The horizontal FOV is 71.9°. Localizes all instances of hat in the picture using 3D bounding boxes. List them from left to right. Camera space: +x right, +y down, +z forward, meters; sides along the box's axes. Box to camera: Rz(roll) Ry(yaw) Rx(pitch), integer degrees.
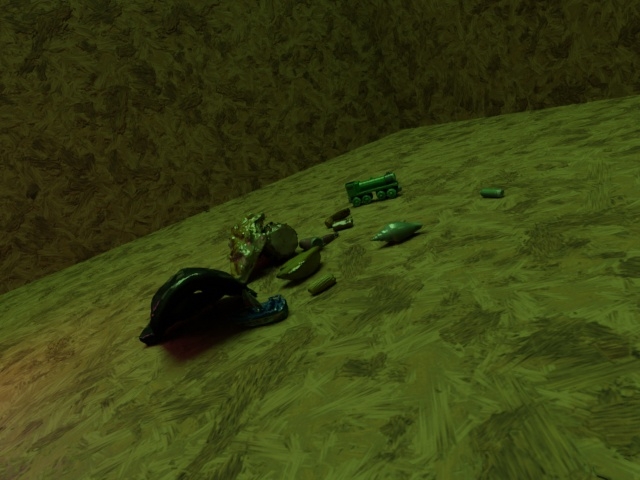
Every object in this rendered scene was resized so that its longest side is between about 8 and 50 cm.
[{"bbox_3d":[-0.377,0.137,1.273,0.367,0.381,0.257,-25,60,-22],"label":"hat"}]

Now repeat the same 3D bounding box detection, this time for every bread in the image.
[{"bbox_3d":[-0.076,0.090,1.442,0.150,0.065,0.188,-19,16,40],"label":"bread"},{"bbox_3d":[0.090,-0.065,1.773,0.084,0.036,0.046,-14,33,14],"label":"bread"}]

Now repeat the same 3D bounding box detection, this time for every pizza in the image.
[{"bbox_3d":[-0.278,0.007,1.601,0.223,0.090,0.323,-52,31,28],"label":"pizza"}]

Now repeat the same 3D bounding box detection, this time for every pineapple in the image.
[{"bbox_3d":[-0.203,0.002,1.722,0.310,0.141,0.170,-5,50,58],"label":"pineapple"}]

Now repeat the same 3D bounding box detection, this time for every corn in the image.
[{"bbox_3d":[0.004,0.125,1.277,0.092,0.037,0.037,-30,20,-25],"label":"corn"}]

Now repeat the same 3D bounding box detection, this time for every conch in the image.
[{"bbox_3d":[0.247,-0.020,1.444,0.180,0.088,0.065,-14,60,-6],"label":"conch"}]

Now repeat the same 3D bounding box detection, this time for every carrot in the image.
[{"bbox_3d":[0.077,-0.101,1.897,0.042,0.042,0.171,-4,19,40],"label":"carrot"}]

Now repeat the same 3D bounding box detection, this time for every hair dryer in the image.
[{"bbox_3d":[0.006,-0.001,1.669,0.154,0.053,0.106,-17,10,-28],"label":"hair dryer"}]

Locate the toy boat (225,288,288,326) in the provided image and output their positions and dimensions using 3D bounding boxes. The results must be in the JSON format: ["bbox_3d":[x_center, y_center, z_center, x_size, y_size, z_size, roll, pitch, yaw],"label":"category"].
[{"bbox_3d":[-0.183,0.175,1.200,0.175,0.110,0.091,-18,20,10],"label":"toy boat"}]

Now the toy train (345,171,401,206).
[{"bbox_3d":[0.237,-0.234,1.998,0.252,0.119,0.085,-14,17,21],"label":"toy train"}]

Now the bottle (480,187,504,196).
[{"bbox_3d":[0.602,-0.167,1.544,0.030,0.030,0.083,-27,19,-23],"label":"bottle"}]
